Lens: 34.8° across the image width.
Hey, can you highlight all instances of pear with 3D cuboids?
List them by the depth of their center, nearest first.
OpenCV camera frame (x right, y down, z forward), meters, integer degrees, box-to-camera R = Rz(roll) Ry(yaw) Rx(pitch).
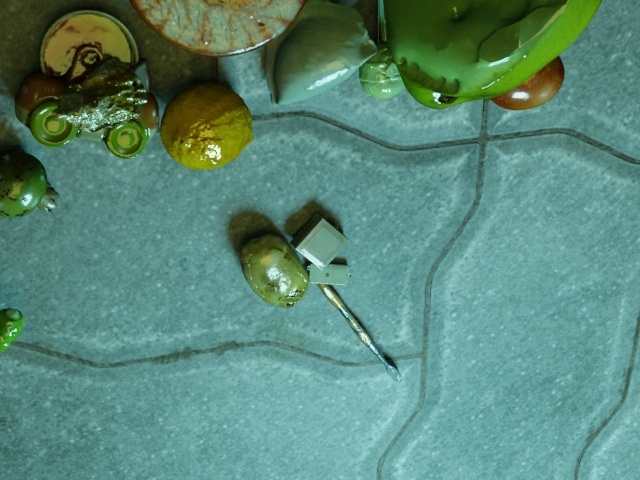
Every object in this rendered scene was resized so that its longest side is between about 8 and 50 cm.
[{"bbox_3d":[0.246,-0.345,1.586,0.238,0.342,0.318,2,122,-53],"label":"pear"}]

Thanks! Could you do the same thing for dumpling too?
[{"bbox_3d":[-0.015,-0.310,1.683,0.217,0.149,0.105,-32,156,25],"label":"dumpling"}]

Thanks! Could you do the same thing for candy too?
[{"bbox_3d":[0.102,-0.397,1.675,0.093,0.092,0.335,0,114,8],"label":"candy"}]

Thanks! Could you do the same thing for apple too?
[{"bbox_3d":[0.333,-0.301,1.739,0.139,0.163,0.163,-29,125,16],"label":"apple"}]

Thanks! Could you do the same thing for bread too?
[{"bbox_3d":[-0.161,-0.442,1.540,0.295,0.114,0.327,-14,123,-6],"label":"bread"}]

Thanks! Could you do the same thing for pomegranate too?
[{"bbox_3d":[-0.492,-0.089,1.688,0.114,0.114,0.142,-44,146,14],"label":"pomegranate"}]

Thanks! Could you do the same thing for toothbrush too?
[{"bbox_3d":[0.082,0.184,2.050,0.023,0.031,0.321,-35,124,5],"label":"toothbrush"}]

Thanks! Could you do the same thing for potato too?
[{"bbox_3d":[-0.085,0.060,1.900,0.107,0.080,0.170,-33,123,-9],"label":"potato"}]

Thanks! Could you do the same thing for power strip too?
[{"bbox_3d":[0.015,0.064,1.957,0.090,0.016,0.040,4,92,-17],"label":"power strip"}]

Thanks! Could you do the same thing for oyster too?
[{"bbox_3d":[-0.332,-0.220,1.543,0.146,0.121,0.045,8,155,-23],"label":"oyster"}]

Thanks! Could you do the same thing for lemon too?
[{"bbox_3d":[-0.182,-0.189,1.676,0.187,0.142,0.142,-25,140,-53],"label":"lemon"}]

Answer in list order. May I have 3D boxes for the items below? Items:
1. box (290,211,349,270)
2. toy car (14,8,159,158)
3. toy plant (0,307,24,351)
[{"bbox_3d":[0.000,0.000,1.903,0.083,0.035,0.079,-47,121,3],"label":"box"},{"bbox_3d":[-0.358,-0.253,1.608,0.235,0.145,0.235,-5,107,-18],"label":"toy car"},{"bbox_3d":[-0.648,0.185,1.782,0.224,0.184,0.316,17,106,-4],"label":"toy plant"}]
